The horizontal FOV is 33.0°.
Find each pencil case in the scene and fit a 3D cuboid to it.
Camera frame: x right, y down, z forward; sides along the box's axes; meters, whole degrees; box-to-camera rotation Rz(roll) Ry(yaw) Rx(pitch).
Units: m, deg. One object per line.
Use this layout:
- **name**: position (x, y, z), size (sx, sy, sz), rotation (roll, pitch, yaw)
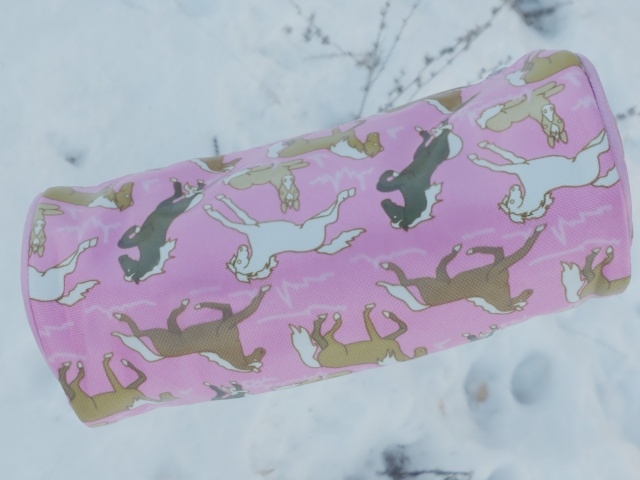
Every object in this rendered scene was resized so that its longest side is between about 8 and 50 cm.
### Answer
- **pencil case**: position (0.000, 0.000, 0.698), size (0.386, 0.167, 0.160), rotation (-16, 109, 6)
